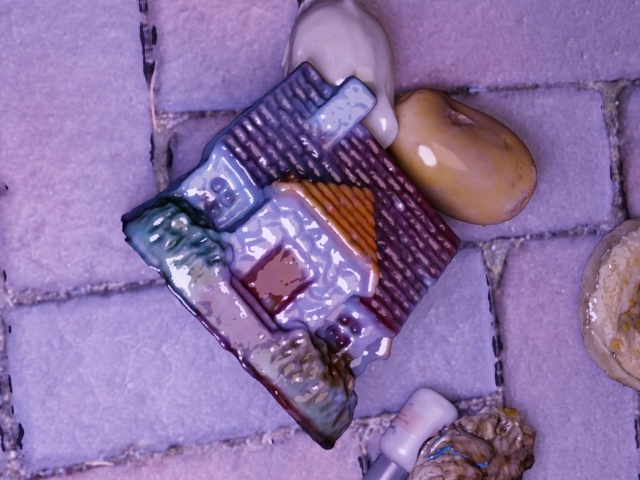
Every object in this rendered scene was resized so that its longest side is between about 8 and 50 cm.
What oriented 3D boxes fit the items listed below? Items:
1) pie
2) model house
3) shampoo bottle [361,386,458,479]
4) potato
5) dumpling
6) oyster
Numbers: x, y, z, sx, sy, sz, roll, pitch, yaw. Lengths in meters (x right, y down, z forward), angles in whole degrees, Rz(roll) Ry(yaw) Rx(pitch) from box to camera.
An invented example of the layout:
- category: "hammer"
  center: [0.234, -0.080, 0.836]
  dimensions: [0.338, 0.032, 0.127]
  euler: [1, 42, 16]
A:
- category: "pie"
  center: [0.501, 0.095, 1.606]
  dimensions: [0.274, 0.055, 0.274]
  euler: [0, 89, -16]
- category: "model house"
  center: [0.000, 0.000, 1.317]
  dimensions: [0.339, 0.297, 0.360]
  euler: [-43, 99, -6]
- category: "shampoo bottle"
  center: [0.108, 0.291, 1.478]
  dimensions: [0.074, 0.074, 0.192]
  euler: [40, 81, -12]
- category: "potato"
  center: [0.182, -0.108, 1.469]
  dimensions: [0.234, 0.150, 0.146]
  euler: [26, 102, -13]
- category: "dumpling"
  center: [0.018, -0.223, 1.424]
  dimensions: [0.162, 0.132, 0.250]
  euler: [-20, 75, 20]
- category: "oyster"
  center: [0.213, 0.316, 1.472]
  dimensions: [0.223, 0.083, 0.214]
  euler: [-44, 135, -15]
